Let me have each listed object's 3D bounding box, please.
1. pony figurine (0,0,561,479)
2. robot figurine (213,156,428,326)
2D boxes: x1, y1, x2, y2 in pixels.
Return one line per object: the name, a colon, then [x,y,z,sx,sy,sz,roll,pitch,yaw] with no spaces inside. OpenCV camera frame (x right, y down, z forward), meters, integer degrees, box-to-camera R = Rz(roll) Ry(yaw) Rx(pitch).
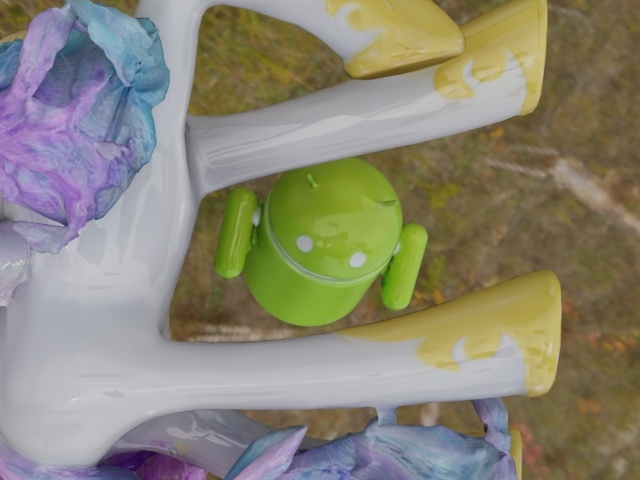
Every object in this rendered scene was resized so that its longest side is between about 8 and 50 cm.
pony figurine: [-0.098,0.039,0.529,0.303,0.363,0.351,73,20,-87]
robot figurine: [0.000,0.000,0.671,0.101,0.067,0.115,14,152,-10]
